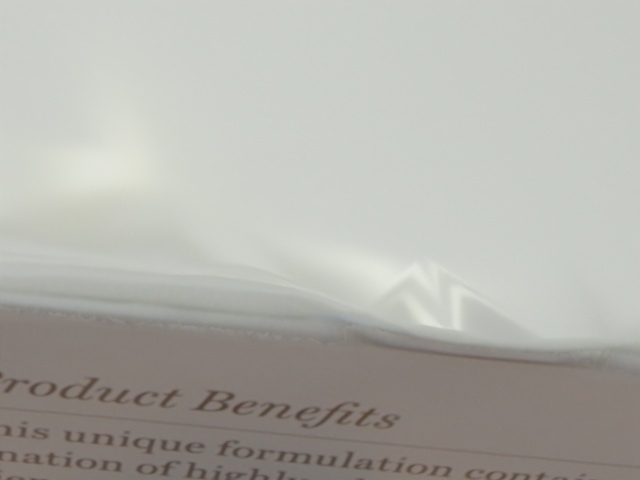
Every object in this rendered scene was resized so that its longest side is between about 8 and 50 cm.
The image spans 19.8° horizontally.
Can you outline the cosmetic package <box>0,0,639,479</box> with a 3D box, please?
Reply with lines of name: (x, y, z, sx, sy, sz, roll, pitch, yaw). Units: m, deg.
cosmetic package: (0.000, 0.000, 0.727, 0.329, 0.327, 0.394, 7, -34, -11)
